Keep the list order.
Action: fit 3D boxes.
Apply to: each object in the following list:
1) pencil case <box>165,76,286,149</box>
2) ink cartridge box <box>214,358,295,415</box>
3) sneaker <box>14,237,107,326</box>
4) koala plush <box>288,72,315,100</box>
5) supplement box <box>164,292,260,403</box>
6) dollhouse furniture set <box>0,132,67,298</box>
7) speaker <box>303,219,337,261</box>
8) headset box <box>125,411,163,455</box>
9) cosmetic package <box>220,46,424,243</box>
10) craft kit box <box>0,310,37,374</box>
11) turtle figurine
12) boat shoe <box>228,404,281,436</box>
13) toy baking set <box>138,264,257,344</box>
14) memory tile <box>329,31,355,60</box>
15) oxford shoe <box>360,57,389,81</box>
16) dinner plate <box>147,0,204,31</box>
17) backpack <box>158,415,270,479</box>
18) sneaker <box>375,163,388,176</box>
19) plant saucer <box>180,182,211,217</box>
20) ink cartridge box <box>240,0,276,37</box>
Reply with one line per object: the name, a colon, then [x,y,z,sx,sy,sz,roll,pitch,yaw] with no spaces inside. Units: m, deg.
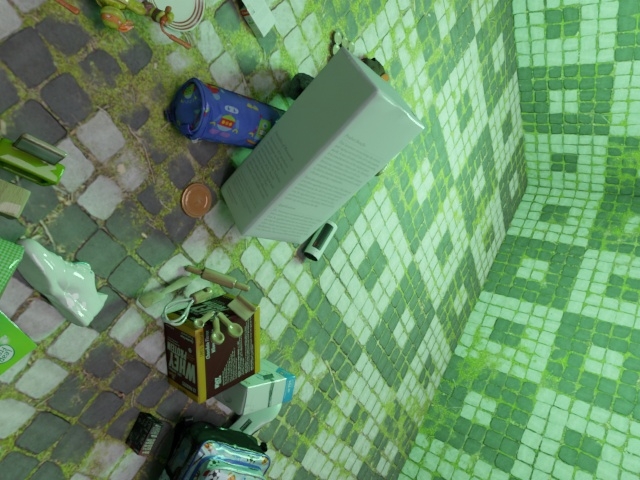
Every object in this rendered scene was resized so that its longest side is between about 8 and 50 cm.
pencil case: [-0.196,-0.276,1.011,0.306,0.119,0.133,0,107,-52]
ink cartridge box: [-0.186,0.406,1.210,0.191,0.140,0.082,10,94,-52]
sneaker: [-0.479,0.063,0.808,0.094,0.080,0.212,-59,147,-40]
koala plush: [-0.012,-0.310,1.184,0.196,0.203,0.221,16,117,-20]
supplement box: [-0.265,0.259,1.076,0.194,0.129,0.191,-16,113,-49]
dollhouse furniture set: [-0.507,-0.026,0.598,0.198,0.151,0.301,30,65,-38]
speaker: [0.000,0.000,1.394,0.136,0.055,0.055,-58,139,-21]
headset box: [-0.412,0.454,1.004,0.032,0.062,0.083,38,70,-49]
cosmetic package: [-0.006,-0.196,1.039,0.453,0.161,0.230,-42,151,25]
craft kit box: [-0.631,0.167,0.654,0.250,0.061,0.246,-47,136,-32]
turtle figurine: [-0.358,-0.469,0.779,0.270,0.087,0.217,6,89,-43]
boat shoe: [-0.211,0.539,1.281,0.219,0.077,0.070,-32,165,-36]
toy baking set: [-0.269,0.135,0.996,0.030,0.256,0.196,-57,-164,33]
memory tile: [0.065,-0.558,1.343,0.113,0.012,0.147,0,100,-52]
oxford shoe: [0.127,-0.518,1.374,0.098,0.097,0.271,62,38,-15]
dinner plate: [-0.302,-0.510,0.892,0.141,0.017,0.141,-18,115,-47]
backpack: [-0.275,0.619,1.071,0.277,0.213,0.263,34,87,-28]
sneaker: [0.217,-0.325,1.576,0.071,0.066,0.188,35,67,-33]
plant saucer: [-0.294,-0.095,1.029,0.084,0.013,0.083,-18,114,-47]
ink cartridge box: [-0.160,-0.561,1.046,0.062,0.029,0.115,-60,138,-19]
